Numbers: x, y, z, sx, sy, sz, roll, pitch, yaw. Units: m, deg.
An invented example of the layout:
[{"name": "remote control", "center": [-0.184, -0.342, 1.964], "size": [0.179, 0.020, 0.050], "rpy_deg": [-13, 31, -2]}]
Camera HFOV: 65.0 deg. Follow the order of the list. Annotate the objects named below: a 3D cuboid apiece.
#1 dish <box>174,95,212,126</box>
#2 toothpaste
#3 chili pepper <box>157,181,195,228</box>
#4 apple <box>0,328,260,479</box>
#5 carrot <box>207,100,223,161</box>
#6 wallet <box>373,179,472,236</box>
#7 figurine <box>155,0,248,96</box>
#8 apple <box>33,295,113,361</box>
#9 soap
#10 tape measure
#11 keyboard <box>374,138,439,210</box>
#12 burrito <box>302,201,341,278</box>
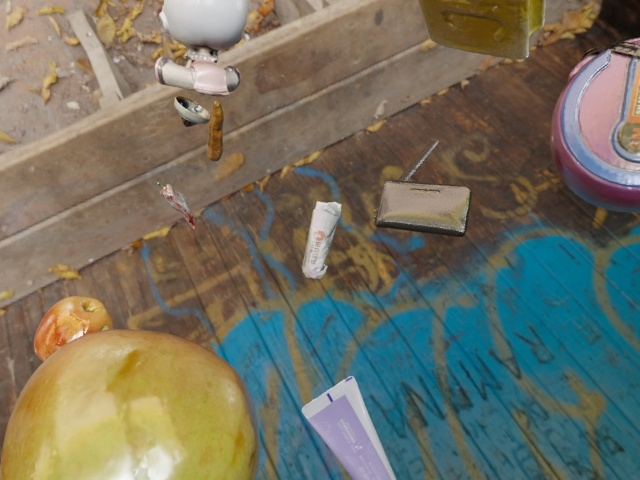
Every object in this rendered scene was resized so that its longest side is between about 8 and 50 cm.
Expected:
[{"name": "dish", "center": [-0.465, -0.440, 1.785], "size": [0.141, 0.141, 0.078], "rpy_deg": [10, 123, -48]}, {"name": "toothpaste", "center": [0.087, 0.456, 1.091], "size": [0.125, 0.080, 0.371], "rpy_deg": [-31, 117, -10]}, {"name": "chili pepper", "center": [-0.366, -0.096, 1.303], "size": [0.041, 0.050, 0.153], "rpy_deg": [-29, 116, 23]}, {"name": "apple", "center": [-0.254, 0.301, 0.685], "size": [0.339, 0.304, 0.338], "rpy_deg": [-1, 131, -1]}, {"name": "carrot", "center": [-0.224, -0.233, 1.075], "size": [0.036, 0.035, 0.165], "rpy_deg": [-16, 147, -25]}, {"name": "wallet", "center": [0.267, -0.090, 1.327], "size": [0.044, 0.250, 0.148], "rpy_deg": [52, 50, -62]}, {"name": "figurine", "center": [-0.317, -0.597, 1.434], "size": [0.253, 0.211, 0.360], "rpy_deg": [-9, 110, -44]}, {"name": "apple", "center": [-0.626, 0.237, 1.291], "size": [0.199, 0.199, 0.199], "rpy_deg": [-23, 146, -16]}, {"name": "soap", "center": [0.385, -0.614, 1.219], "size": [0.156, 0.294, 0.335], "rpy_deg": [-65, 154, -7]}, {"name": "tape measure", "center": [0.445, -0.153, 0.679], "size": [0.149, 0.246, 0.231], "rpy_deg": [20, 82, -65]}, {"name": "keyboard", "center": [0.213, -0.150, 1.494], "size": [0.381, 0.041, 0.103], "rpy_deg": [-44, -172, 12]}, {"name": "burrito", "center": [0.000, -0.001, 1.116], "size": [0.064, 0.064, 0.203], "rpy_deg": [-9, 124, -33]}]
